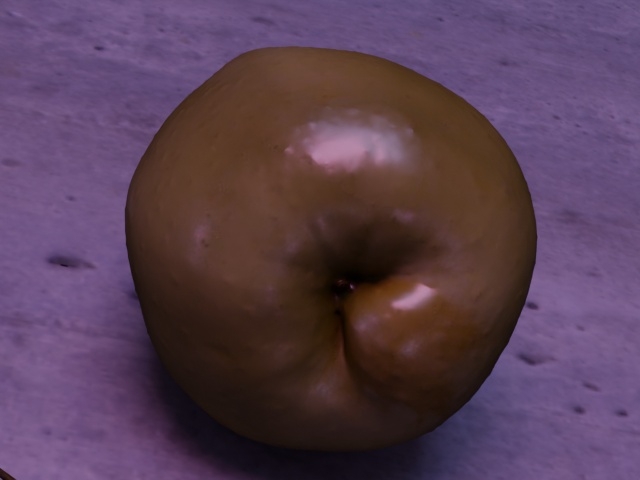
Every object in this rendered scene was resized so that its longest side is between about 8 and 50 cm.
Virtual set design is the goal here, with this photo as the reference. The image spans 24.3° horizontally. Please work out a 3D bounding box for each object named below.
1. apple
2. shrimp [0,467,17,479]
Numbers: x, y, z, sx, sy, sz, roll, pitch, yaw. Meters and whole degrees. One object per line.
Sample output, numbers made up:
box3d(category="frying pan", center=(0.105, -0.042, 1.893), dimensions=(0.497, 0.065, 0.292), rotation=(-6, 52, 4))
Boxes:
box3d(category="apple", center=(0.000, 0.000, 0.679), dimensions=(0.200, 0.200, 0.200), rotation=(11, 35, -8))
box3d(category="shrimp", center=(-0.074, 0.173, 0.520), dimensions=(0.251, 0.052, 0.143), rotation=(38, 43, 28))
